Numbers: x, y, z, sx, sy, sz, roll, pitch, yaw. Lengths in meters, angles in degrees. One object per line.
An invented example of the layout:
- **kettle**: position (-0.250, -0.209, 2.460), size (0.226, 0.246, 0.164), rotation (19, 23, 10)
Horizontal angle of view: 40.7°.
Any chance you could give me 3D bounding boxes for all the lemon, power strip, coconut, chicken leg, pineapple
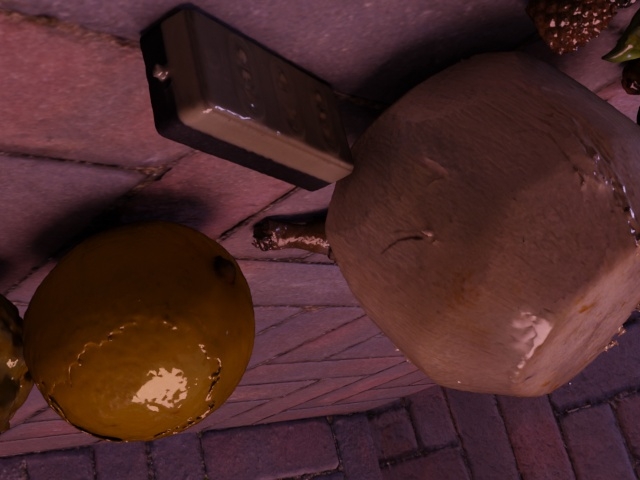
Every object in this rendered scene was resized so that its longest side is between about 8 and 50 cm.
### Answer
- **lemon**: position (-0.230, 0.117, 1.114), size (0.297, 0.297, 0.297), rotation (-13, 162, -4)
- **power strip**: position (-0.062, -0.124, 0.813), size (0.070, 0.105, 0.256), rotation (-26, 159, 28)
- **coconut**: position (0.185, -0.030, 0.949), size (0.346, 0.360, 0.346), rotation (-28, 145, -22)
- **chicken leg**: position (0.005, -0.001, 1.281), size (0.196, 0.081, 0.125), rotation (3, 168, -41)
- **pineapple**: position (0.273, -0.239, 0.800), size (0.159, 0.074, 0.074), rotation (-33, 155, 27)

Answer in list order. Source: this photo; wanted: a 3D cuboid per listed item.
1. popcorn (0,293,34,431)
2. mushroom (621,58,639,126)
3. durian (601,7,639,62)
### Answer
- **popcorn**: position (-0.501, 0.172, 1.117), size (0.247, 0.282, 0.282), rotation (30, 143, -19)
- **mushroom**: position (0.456, -0.181, 0.988), size (0.194, 0.138, 0.231), rotation (-21, 161, 18)
- **durian**: position (0.390, -0.243, 0.814), size (0.139, 0.101, 0.250), rotation (-1, 160, -34)
